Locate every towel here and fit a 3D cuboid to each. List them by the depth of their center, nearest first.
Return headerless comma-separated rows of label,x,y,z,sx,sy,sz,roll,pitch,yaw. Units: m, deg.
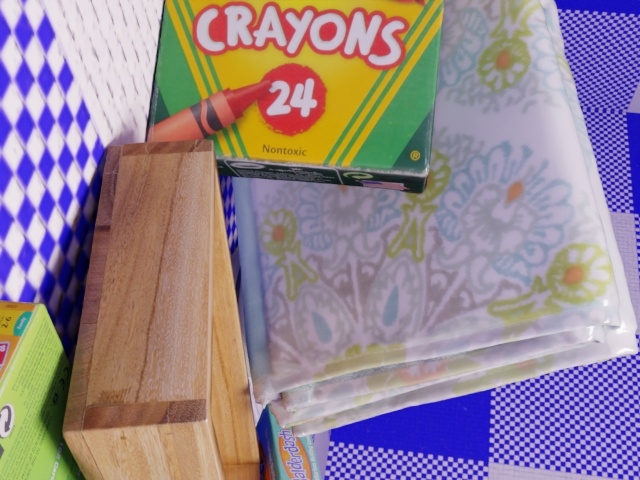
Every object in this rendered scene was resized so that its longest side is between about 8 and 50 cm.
towel,0.068,-0.046,0.670,0.090,0.320,0.374,21,55,-52

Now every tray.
tray,-0.090,0.152,0.567,0.411,0.076,0.203,87,-3,-47

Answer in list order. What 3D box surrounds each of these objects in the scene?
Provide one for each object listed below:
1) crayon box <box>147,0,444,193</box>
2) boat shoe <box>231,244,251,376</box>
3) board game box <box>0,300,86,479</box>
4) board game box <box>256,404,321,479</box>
crayon box,-0.006,-0.205,0.589,0.081,0.202,0.318,46,49,-81
boat shoe,0.000,0.000,1.004,0.500,0.156,0.187,-74,163,-62
board game box,-0.145,0.159,0.413,0.259,0.039,0.124,85,11,-46
board game box,-0.057,0.296,0.805,0.160,0.047,0.210,-109,-144,-58
